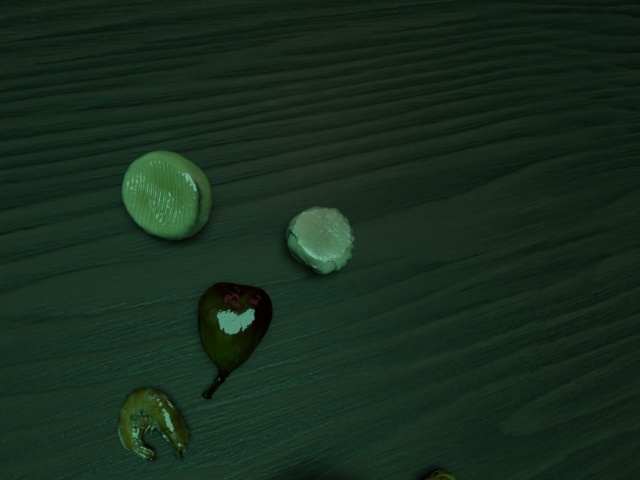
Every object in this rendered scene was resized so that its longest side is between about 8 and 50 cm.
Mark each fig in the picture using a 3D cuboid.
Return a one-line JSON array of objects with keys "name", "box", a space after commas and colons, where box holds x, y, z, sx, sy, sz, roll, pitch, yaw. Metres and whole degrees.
[{"name": "fig", "box": [-0.214, 0.231, 1.041, 0.170, 0.145, 0.274, 16, 86, -7]}]

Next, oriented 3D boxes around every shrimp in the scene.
[{"name": "shrimp", "box": [-0.365, 0.413, 1.000, 0.132, 0.051, 0.187, -42, 82, -1]}]

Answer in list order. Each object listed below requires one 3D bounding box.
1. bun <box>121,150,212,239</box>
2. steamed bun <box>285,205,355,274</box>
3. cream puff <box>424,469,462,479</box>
[{"name": "bun", "box": [-0.361, -0.109, 1.101, 0.223, 0.127, 0.222, 0, 101, 2]}, {"name": "steamed bun", "box": [0.000, 0.000, 1.163, 0.183, 0.106, 0.182, 5, 71, -14]}, {"name": "cream puff", "box": [0.289, 0.612, 1.072, 0.133, 0.104, 0.119, -1, 82, -13]}]
